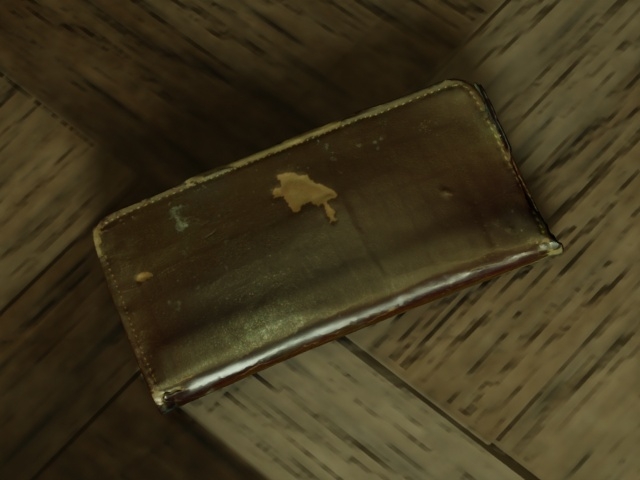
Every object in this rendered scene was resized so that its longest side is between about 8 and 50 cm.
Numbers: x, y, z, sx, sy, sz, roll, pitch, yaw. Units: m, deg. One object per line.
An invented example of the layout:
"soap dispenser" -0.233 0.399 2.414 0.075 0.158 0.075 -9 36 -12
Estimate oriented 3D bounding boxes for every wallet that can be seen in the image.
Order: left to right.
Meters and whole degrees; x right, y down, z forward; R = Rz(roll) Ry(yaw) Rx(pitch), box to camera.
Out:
"wallet" 0.000 0.000 0.812 0.176 0.026 0.095 -23 66 -4
